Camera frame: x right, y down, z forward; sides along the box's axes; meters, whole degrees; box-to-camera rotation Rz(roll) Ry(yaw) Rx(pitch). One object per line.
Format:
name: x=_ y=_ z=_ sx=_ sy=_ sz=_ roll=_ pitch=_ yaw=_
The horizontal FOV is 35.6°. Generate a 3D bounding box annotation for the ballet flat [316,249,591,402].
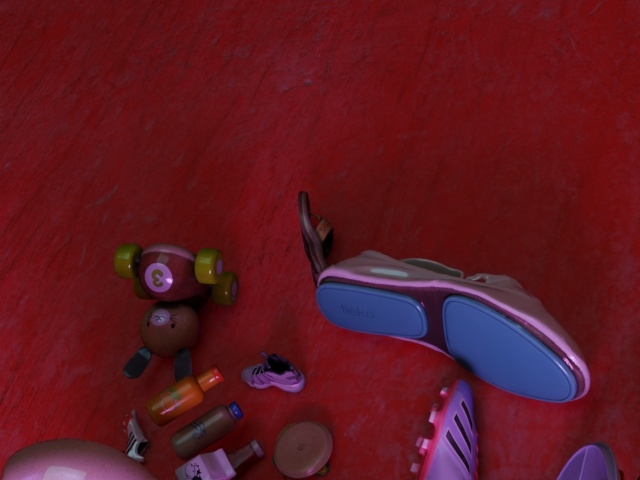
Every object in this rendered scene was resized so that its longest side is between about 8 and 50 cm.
ballet flat: x=0.177 y=0.085 z=1.279 sx=0.400 sy=0.139 sz=0.139 roll=16 pitch=60 yaw=36

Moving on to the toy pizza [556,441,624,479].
toy pizza: x=0.262 y=0.303 z=1.007 sx=0.032 sy=0.201 sz=0.201 roll=19 pitch=56 yaw=-1

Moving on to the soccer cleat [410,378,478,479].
soccer cleat: x=0.152 y=0.277 z=1.157 sx=0.095 sy=0.083 sz=0.248 roll=20 pitch=52 yaw=3

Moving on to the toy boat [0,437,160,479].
toy boat: x=-0.297 y=0.375 z=1.184 sx=0.318 sy=0.267 sz=0.148 roll=-45 pitch=6 yaw=13

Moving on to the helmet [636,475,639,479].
helmet: x=0.364 y=0.290 z=0.958 sx=0.169 sy=0.169 sz=0.161 roll=1 pitch=30 yaw=27

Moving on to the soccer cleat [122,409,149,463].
soccer cleat: x=-0.254 y=0.273 z=1.382 sx=0.035 sy=0.029 sz=0.083 roll=-8 pitch=51 yaw=8

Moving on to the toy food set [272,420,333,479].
toy food set: x=-0.023 y=0.269 z=1.276 sx=0.083 sy=0.020 sz=0.083 roll=-7 pitch=49 yaw=20

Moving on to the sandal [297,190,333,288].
sandal: x=0.000 y=0.000 z=1.472 sx=0.049 sy=0.072 sz=0.180 roll=-13 pitch=47 yaw=-5

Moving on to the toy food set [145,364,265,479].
toy food set: x=-0.120 y=0.277 z=1.253 sx=0.104 sy=0.111 sz=0.232 roll=-33 pitch=52 yaw=-5

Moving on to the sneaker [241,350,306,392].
sneaker: x=-0.073 y=0.171 z=1.351 sx=0.098 sy=0.069 sz=0.038 roll=1 pitch=52 yaw=26

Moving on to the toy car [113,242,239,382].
toy car: x=-0.221 y=0.112 z=1.438 sx=0.155 sy=0.149 sz=0.188 roll=3 pitch=64 yaw=15
